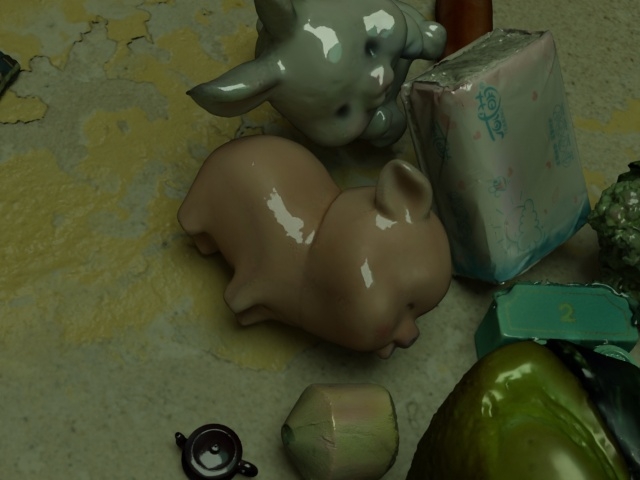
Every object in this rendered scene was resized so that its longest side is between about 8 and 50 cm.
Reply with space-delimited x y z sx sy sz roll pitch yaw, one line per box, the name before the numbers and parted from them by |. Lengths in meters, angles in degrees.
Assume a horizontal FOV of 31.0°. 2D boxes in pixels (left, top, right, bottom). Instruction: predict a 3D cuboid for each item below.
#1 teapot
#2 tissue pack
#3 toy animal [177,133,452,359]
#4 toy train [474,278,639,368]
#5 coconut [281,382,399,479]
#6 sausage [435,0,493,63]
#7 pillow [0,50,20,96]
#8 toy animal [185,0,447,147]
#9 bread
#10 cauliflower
teapot | -0.115 0.235 1.268 0.100 0.045 0.068 22 58 1
tissue pack | 0.224 -0.106 1.437 0.201 0.271 0.124 -34 28 -33
toy animal | 0.000 0.000 1.357 0.269 0.237 0.326 -36 74 0
toy train | 0.290 0.136 1.399 0.203 0.112 0.163 4 52 -13
coconut | 0.016 0.214 1.275 0.122 0.116 0.116 2 59 -20
sausage | 0.205 -0.275 1.638 0.083 0.089 0.300 13 57 -14
pillow | -0.509 -0.173 1.426 0.189 0.034 0.255 22 58 2
toy animal | -0.012 -0.230 1.409 0.241 0.196 0.367 25 16 15
bread | 0.189 0.260 1.135 0.208 0.376 0.251 10 56 -6
cauliflower | 0.464 0.011 1.418 0.256 0.315 0.239 37 90 -25
